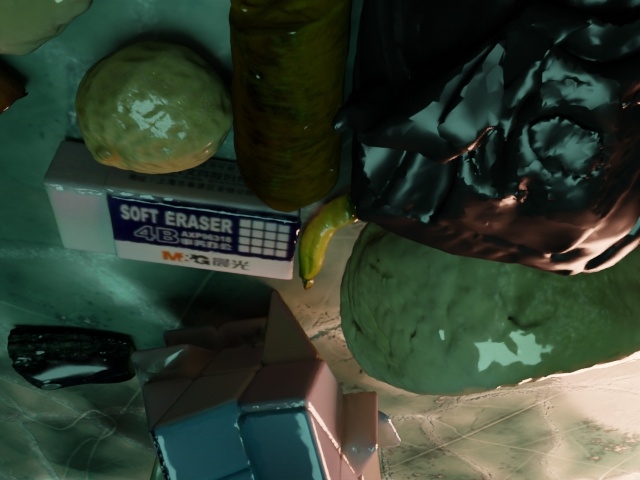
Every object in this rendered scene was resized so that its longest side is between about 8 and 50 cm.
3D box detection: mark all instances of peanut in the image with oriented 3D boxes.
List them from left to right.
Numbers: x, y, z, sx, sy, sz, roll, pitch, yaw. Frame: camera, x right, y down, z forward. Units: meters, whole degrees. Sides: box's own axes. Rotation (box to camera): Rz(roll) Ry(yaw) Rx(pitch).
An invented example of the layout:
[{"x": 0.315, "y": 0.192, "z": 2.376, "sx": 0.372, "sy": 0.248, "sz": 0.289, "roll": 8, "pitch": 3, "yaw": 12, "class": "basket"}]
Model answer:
[{"x": -0.170, "y": -0.128, "z": 0.698, "sx": 0.159, "sy": 0.109, "sz": 0.140, "roll": -28, "pitch": 115, "yaw": 27, "class": "peanut"}]

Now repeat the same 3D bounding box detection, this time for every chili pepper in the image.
[{"x": -0.001, "y": 0.000, "z": 0.883, "sx": 0.049, "sy": 0.043, "sz": 0.208, "roll": -4, "pitch": 150, "yaw": -29, "class": "chili pepper"}]

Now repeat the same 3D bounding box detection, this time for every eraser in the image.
[{"x": -0.166, "y": -0.033, "z": 0.822, "sx": 0.287, "sy": 0.086, "sz": 0.130, "roll": 7, "pitch": 139, "yaw": -2, "class": "eraser"}]

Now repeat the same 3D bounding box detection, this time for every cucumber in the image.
[{"x": -0.396, "y": 0.199, "z": 1.120, "sx": 0.193, "sy": 0.086, "sz": 0.115, "roll": -3, "pitch": 137, "yaw": -1, "class": "cucumber"}]

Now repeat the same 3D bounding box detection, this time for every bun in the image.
[{"x": 0.179, "y": 0.023, "z": 0.707, "sx": 0.349, "sy": 0.227, "sz": 0.352, "roll": -9, "pitch": 177, "yaw": 33, "class": "bun"}]

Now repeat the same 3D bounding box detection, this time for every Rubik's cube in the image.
[{"x": -0.086, "y": 0.281, "z": 0.979, "sx": 0.358, "sy": 0.368, "sz": 0.387, "roll": -9, "pitch": 103, "yaw": 15, "class": "Rubik's cube"}]

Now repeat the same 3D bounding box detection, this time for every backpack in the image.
[{"x": 0.149, "y": -0.216, "z": 0.409, "sx": 0.255, "sy": 0.363, "sz": 0.446, "roll": 20, "pitch": 121, "yaw": -4, "class": "backpack"}]

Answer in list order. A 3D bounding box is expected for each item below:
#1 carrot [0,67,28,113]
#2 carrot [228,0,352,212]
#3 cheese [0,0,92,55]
[{"x": -0.394, "y": -0.193, "z": 0.680, "sx": 0.072, "sy": 0.072, "sz": 0.205, "roll": -24, "pitch": 129, "yaw": 29, "class": "carrot"}, {"x": -0.030, "y": -0.128, "z": 0.637, "sx": 0.114, "sy": 0.114, "sz": 0.302, "roll": 4, "pitch": 154, "yaw": 1, "class": "carrot"}, {"x": -0.304, "y": -0.276, "z": 0.559, "sx": 0.159, "sy": 0.093, "sz": 0.263, "roll": -29, "pitch": 127, "yaw": 28, "class": "cheese"}]
